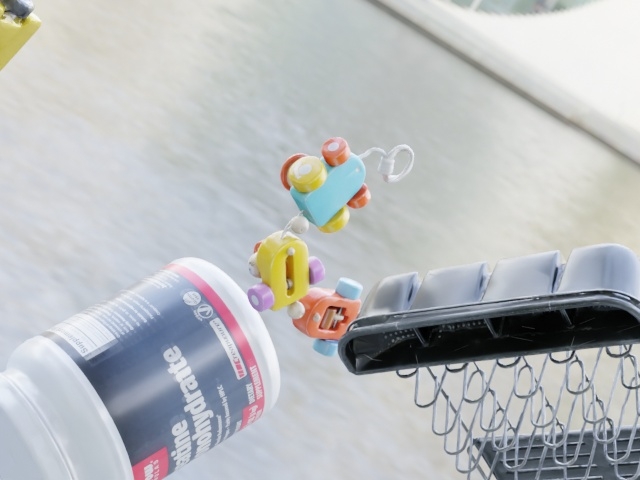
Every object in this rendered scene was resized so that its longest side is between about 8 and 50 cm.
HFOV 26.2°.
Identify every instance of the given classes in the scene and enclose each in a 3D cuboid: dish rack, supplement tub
[{"bbox_3d":[0.160,0.113,0.948,0.271,0.208,0.074,57,38,-36],"label":"dish rack"},{"bbox_3d":[-0.196,0.153,1.398,0.272,0.191,0.191,-30,52,-27],"label":"supplement tub"}]

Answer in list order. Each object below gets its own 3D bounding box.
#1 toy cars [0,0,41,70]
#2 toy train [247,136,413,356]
[{"bbox_3d":[-0.394,-0.149,1.091,0.393,0.176,0.087,-33,73,-36],"label":"toy cars"},{"bbox_3d":[0.000,0.000,0.973,0.125,0.166,0.046,2,23,-47],"label":"toy train"}]
